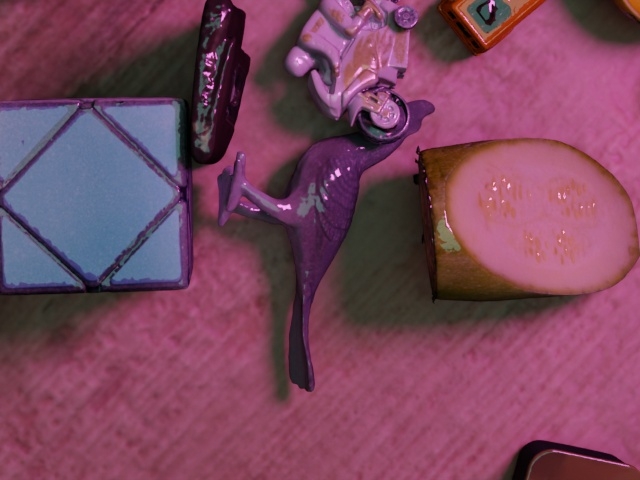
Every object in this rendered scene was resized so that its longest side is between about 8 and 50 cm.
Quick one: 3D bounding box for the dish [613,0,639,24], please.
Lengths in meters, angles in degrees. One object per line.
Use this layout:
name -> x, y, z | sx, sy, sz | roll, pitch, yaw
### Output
dish -> 0.374, -0.317, 1.627 | 0.207, 0.080, 0.149 | 41, 79, -18

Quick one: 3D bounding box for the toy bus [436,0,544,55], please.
toy bus -> 0.232, -0.299, 1.621 | 0.194, 0.088, 0.083 | -41, 98, -1

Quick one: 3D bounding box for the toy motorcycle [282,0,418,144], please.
toy motorcycle -> 0.032, -0.219, 1.611 | 0.151, 0.074, 0.229 | 0, 80, -3

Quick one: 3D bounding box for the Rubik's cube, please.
Rubik's cube -> -0.241, -0.054, 1.547 | 0.205, 0.207, 0.205 | -2, 94, -3

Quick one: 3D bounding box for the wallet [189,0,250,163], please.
wallet -> -0.110, -0.170, 1.535 | 0.049, 0.229, 0.182 | 10, 94, 0

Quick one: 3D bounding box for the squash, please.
squash -> 0.241, -0.027, 1.598 | 0.260, 0.189, 0.189 | -4, 95, 0

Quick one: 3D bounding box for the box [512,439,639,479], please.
box -> 0.287, 0.342, 1.680 | 0.144, 0.090, 0.201 | 11, 94, -5

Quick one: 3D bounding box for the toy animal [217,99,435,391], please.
toy animal -> -0.023, -0.029, 1.622 | 0.205, 0.081, 0.367 | 24, 88, -20
